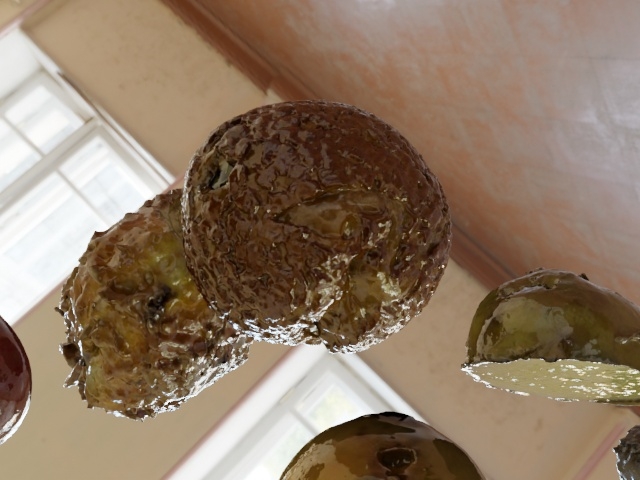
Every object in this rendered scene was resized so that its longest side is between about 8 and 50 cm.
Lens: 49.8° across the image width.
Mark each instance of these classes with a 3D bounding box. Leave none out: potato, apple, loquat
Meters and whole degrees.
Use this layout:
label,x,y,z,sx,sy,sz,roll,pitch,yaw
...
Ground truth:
label,x,y,z,sx,sy,sz,roll,pitch,yaw
potato,0.195,0.075,0.524,0.164,0.081,0.200,-11,152,42
apple,-0.334,0.122,0.603,0.153,0.120,0.154,11,108,36
loquat,0.039,0.186,0.442,0.163,0.163,0.137,57,-164,-38

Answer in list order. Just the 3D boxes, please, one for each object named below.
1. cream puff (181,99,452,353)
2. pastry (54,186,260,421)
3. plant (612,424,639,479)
label,x,y,z,sx,sy,sz,roll,pitch,yaw
cream puff,0.000,0.000,0.745,0.303,0.303,0.212,55,-172,-34
pastry,-0.233,0.105,1.060,0.292,0.337,0.405,43,-158,-3
plant,0.368,0.235,0.678,0.143,0.094,0.092,4,114,55
